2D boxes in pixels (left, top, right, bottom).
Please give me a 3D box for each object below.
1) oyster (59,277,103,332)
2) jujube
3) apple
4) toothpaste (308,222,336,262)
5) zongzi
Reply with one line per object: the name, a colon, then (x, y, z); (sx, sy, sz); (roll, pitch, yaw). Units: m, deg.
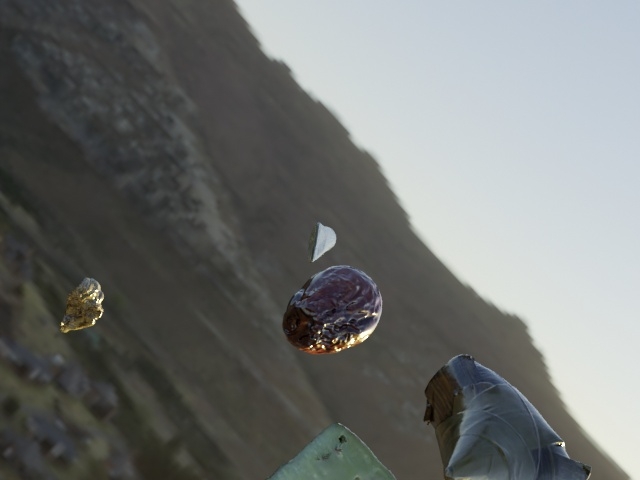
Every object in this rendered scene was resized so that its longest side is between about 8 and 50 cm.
oyster: (-0.315, 0.091, 1.839); (0.038, 0.081, 0.083); (47, -7, 15)
jujube: (0.015, 0.132, 2.587); (0.168, 0.168, 0.236); (46, 28, 14)
apple: (-0.025, 0.333, 1.457); (0.193, 0.265, 0.120); (53, -30, -4)
toothpaste: (0.000, 0.000, 1.726); (0.029, 0.048, 0.197); (12, 3, 4)
zongzi: (0.205, 0.267, 2.033); (0.317, 0.154, 0.289); (27, 16, -48)
